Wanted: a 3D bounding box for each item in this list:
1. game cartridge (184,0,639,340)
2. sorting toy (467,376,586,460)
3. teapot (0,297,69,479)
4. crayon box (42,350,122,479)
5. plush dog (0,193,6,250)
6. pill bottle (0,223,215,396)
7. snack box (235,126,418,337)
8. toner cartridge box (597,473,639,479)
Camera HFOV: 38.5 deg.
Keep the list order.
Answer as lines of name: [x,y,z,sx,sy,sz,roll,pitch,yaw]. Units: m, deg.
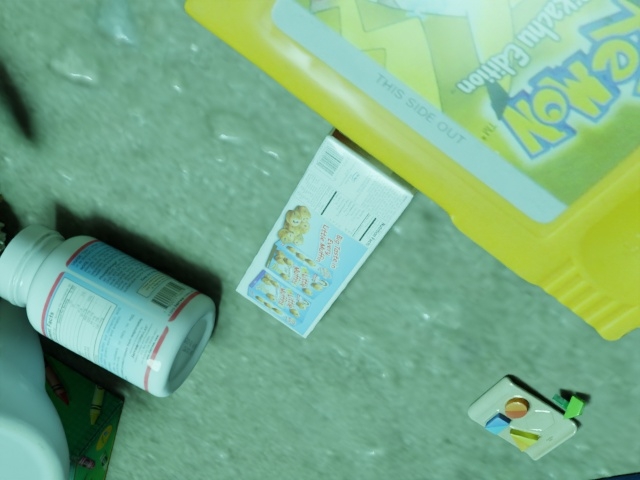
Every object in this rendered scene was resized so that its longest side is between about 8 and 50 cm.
game cartridge: [0.118,-0.109,0.419,0.323,0.053,0.285,38,138,-2]
sorting toy: [0.145,0.121,0.634,0.062,0.012,0.083,35,138,1]
teapot: [-0.345,0.172,0.754,0.187,0.256,0.252,43,128,45]
crayon box: [-0.313,0.221,0.965,0.165,0.081,0.278,30,138,6]
plush dog: [-0.358,-0.061,0.665,0.262,0.210,0.225,41,125,-5]
pill bottle: [-0.169,0.050,0.718,0.160,0.087,0.087,27,137,10]
snack box: [0.000,0.000,0.612,0.064,0.022,0.178,34,138,0]
toner cartridge box: [0.124,0.307,0.567,0.165,0.348,0.075,-28,108,44]
